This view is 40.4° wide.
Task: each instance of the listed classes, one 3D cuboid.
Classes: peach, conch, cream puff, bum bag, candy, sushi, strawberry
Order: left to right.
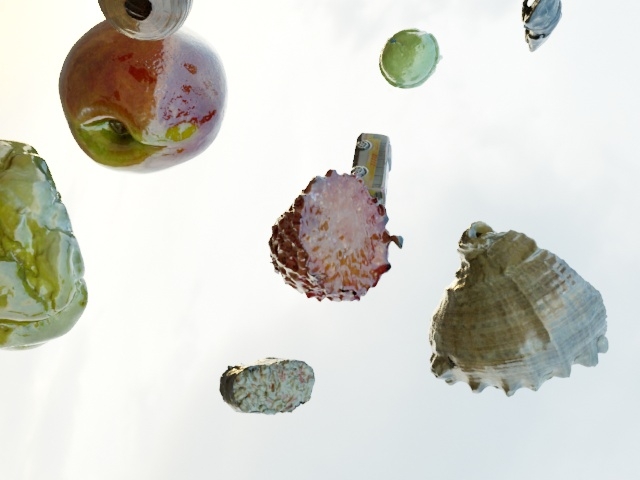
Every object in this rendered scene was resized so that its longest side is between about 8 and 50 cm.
[{"bbox_3d":[-0.511,0.019,1.323,0.291,0.257,0.324,-28,-98,61],"label":"cream puff"},{"bbox_3d":[-0.316,-0.273,1.578,0.308,0.308,0.332,-54,-170,33],"label":"peach"},{"bbox_3d":[-0.085,0.237,1.416,0.078,0.150,0.090,-11,-97,58],"label":"sushi"},{"bbox_3d":[0.000,0.000,1.465,0.178,0.234,0.234,-12,-119,45],"label":"strawberry"},{"bbox_3d":[0.167,-0.299,1.419,0.335,0.092,0.093,-36,136,-69],"label":"candy"},{"bbox_3d":[0.303,0.145,1.406,0.297,0.352,0.210,5,-122,29],"label":"conch"},{"bbox_3d":[0.439,-0.442,1.716,0.069,0.248,0.102,16,-91,22],"label":"bum bag"}]

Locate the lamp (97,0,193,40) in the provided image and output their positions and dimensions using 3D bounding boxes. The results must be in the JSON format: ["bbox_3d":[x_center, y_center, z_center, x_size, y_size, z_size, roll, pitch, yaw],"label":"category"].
[{"bbox_3d":[-0.239,-0.340,1.185,0.136,0.136,0.136,-43,-143,45],"label":"lamp"}]

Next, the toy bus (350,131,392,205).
[{"bbox_3d":[0.092,-0.128,1.572,0.172,0.072,0.057,-80,168,-46],"label":"toy bus"}]
